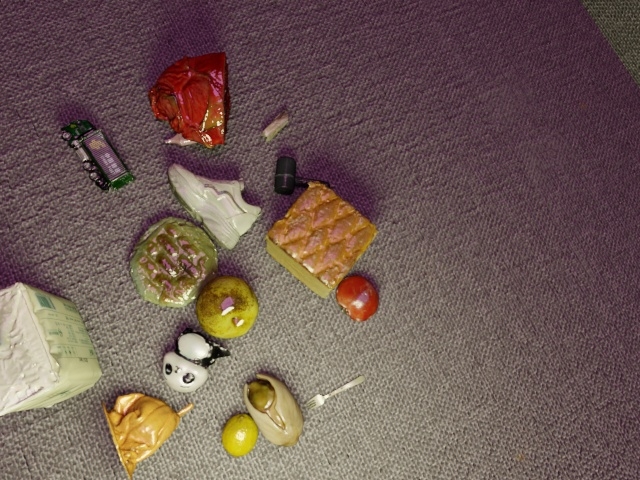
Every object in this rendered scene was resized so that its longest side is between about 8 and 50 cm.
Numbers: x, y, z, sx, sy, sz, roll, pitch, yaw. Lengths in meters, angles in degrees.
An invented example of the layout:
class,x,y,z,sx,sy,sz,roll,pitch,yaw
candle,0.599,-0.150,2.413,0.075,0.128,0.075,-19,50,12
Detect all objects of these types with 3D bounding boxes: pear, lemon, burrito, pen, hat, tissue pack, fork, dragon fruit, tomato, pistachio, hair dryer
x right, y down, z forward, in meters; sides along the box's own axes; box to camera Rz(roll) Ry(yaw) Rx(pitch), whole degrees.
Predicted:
class,x,y,z,sx,sy,sz,roll,pitch,yaw
pear,-0.296,0.202,1.541,0.197,0.197,0.197,2,75,-8
lemon,-0.243,0.587,1.482,0.109,0.109,0.133,11,95,-5
burrito,-0.159,-0.423,1.801,0.055,0.041,0.149,36,72,16
pen,-0.455,-0.371,1.749,0.197,0.032,0.053,-17,79,-14
hat,-0.476,0.529,1.426,0.233,0.244,0.233,-21,87,-27
tissue pack,-0.776,0.298,1.340,0.207,0.380,0.297,-25,79,-14
fork,0.048,0.490,1.600,0.220,0.028,0.034,-23,72,-18
dragon fruit,-0.445,-0.463,1.715,0.330,0.240,0.302,-1,85,17
tomato,0.129,0.189,1.655,0.139,0.091,0.159,-35,80,-17
pistachio,-0.140,0.512,1.494,0.138,0.153,0.238,-34,76,-18
hair dryer,-0.054,-0.219,1.755,0.219,0.071,0.124,10,74,-13

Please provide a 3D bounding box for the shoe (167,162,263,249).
class,x,y,z,sx,sy,sz,roll,pitch,yaw
shoe,-0.351,-0.152,1.660,0.210,0.132,0.342,-42,90,-19

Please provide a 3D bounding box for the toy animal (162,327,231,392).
class,x,y,z,sx,sy,sz,roll,pitch,yaw
toy animal,-0.391,0.376,1.501,0.166,0.138,0.179,26,67,16

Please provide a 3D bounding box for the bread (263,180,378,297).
class,x,y,z,sx,sy,sz,roll,pitch,yaw
bread,0.000,0.000,1.625,0.279,0.207,0.279,36,70,4

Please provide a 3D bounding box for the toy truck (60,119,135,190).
class,x,y,z,sx,sy,sz,roll,pitch,yaw
toy truck,-0.753,-0.288,1.654,0.121,0.088,0.259,-35,84,-14

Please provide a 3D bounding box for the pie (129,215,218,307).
class,x,y,z,sx,sy,sz,roll,pitch,yaw
pie,-0.476,0.073,1.606,0.307,0.071,0.306,2,77,-7
